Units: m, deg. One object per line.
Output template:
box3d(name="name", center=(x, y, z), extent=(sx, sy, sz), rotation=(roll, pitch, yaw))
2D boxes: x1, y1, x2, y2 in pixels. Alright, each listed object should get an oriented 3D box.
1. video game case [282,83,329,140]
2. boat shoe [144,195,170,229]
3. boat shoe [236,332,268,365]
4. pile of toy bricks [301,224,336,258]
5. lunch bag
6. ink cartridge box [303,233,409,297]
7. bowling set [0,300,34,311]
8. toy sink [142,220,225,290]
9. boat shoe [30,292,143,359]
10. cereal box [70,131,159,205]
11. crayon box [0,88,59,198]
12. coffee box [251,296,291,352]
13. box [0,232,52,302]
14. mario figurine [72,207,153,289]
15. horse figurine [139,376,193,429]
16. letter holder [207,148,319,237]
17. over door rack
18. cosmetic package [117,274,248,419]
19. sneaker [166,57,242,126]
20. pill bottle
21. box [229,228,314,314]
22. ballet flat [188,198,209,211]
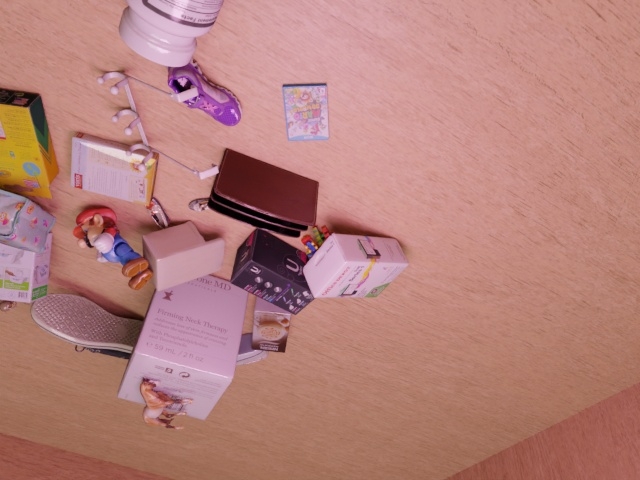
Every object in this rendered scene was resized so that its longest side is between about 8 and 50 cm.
box3d(name="video game case", center=(-0.038, -0.351, 1.424), extent=(0.119, 0.015, 0.166), rotation=(-1, 133, 3))
box3d(name="boat shoe", center=(-0.534, -0.093, 1.667), extent=(0.049, 0.043, 0.137), rotation=(-15, 129, 18))
box3d(name="boat shoe", center=(-0.390, 0.491, 2.156), extent=(0.366, 0.136, 0.157), rotation=(-16, 134, 4))
box3d(name="pile of toy bricks", center=(0.000, 0.000, 1.693), extent=(0.118, 0.105, 0.212), rotation=(-28, 149, 6))
box3d(name="lunch bag", center=(-0.981, -0.072, 1.546), extent=(0.262, 0.160, 0.223), rotation=(15, 165, -3))
box3d(name="ink cartridge box", center=(0.114, 0.088, 1.686), extent=(0.278, 0.117, 0.201), rotation=(4, 139, -37))
box3d(name="bowling set", center=(-1.152, 0.151, 1.845), extent=(0.286, 0.154, 0.200), rotation=(-21, 129, 20))
box3d(name="toy sink", center=(-0.453, 0.039, 1.701), extent=(0.234, 0.131, 0.153), rotation=(-20, 144, -31))
box3d(name="boat shoe", center=(-0.860, 0.347, 1.977), extent=(0.156, 0.187, 0.500), rotation=(-31, 137, 34))
box3d(name="cereal box", center=(-0.619, -0.211, 1.547), extent=(0.240, 0.047, 0.173), rotation=(15, 124, -10))
box3d(name="crayon box", center=(-0.889, -0.276, 1.487), extent=(0.202, 0.081, 0.319), rotation=(8, 132, -4))
box3d(name="coffee box", center=(-0.187, 0.319, 1.995), extent=(0.141, 0.098, 0.247), rotation=(7, 133, -3))
box3d(name="box", center=(-1.058, 0.072, 1.713), extent=(0.261, 0.127, 0.231), rotation=(6, 93, -3))
box3d(name="mario figurine", center=(-0.683, 0.031, 1.631), extent=(0.320, 0.170, 0.198), rotation=(40, 117, 22))
box3d(name="horse figurine", center=(-0.529, 0.562, 1.724), extent=(0.174, 0.066, 0.263), rotation=(12, 131, -16))
box3d(name="letter holder", center=(-0.173, -0.105, 1.522), extent=(0.301, 0.215, 0.152), rotation=(19, 131, -15))
box3d(name="over door rack", center=(-0.436, -0.295, 1.336), extent=(0.324, 0.108, 0.240), rotation=(19, 136, 29))
box3d(name="cosmetic package", center=(-0.481, 0.358, 1.843), extent=(0.329, 0.394, 0.327), rotation=(20, 131, -16))
box3d(name="sneaker", center=(-0.310, -0.375, 1.354), extent=(0.095, 0.105, 0.236), rotation=(-34, 124, 27))
box3d(name="pill bottle", center=(-0.298, -0.574, 1.097), extent=(0.210, 0.210, 0.363), rotation=(24, 130, -19))
box3d(name="box", center=(-0.147, 0.107, 1.750), extent=(0.270, 0.165, 0.143), rotation=(29, 128, -23))
box3d(name="ballet flat", center=(-0.373, -0.111, 1.645), extent=(0.114, 0.041, 0.041), rotation=(-12, 131, 13))
